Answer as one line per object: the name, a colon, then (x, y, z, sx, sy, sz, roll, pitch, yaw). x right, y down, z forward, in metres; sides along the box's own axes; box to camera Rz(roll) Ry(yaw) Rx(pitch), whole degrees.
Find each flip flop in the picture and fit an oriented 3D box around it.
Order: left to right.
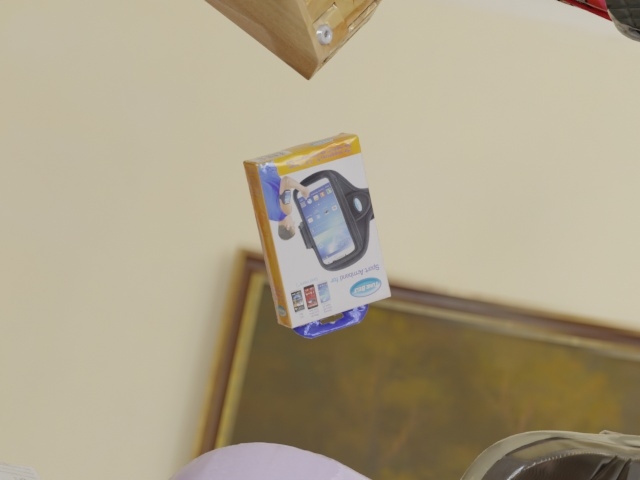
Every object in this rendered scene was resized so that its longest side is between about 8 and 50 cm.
flip flop: (0.155, 0.152, 1.061, 0.277, 0.112, 0.080, 17, 7, -45)

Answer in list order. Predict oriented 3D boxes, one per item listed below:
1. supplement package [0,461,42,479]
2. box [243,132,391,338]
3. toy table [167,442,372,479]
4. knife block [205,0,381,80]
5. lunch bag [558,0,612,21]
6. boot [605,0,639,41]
supplement package: (-0.281, 0.277, 1.676, 0.105, 0.105, 0.179, 19, 15, -38)
box: (0.000, 0.000, 1.347, 0.081, 0.136, 0.028, -17, 11, -22)
toy table: (-0.017, 0.236, 0.738, 0.252, 0.161, 0.274, -13, -62, 28)
knife block: (-0.107, -0.254, 1.368, 0.242, 0.088, 0.276, 6, -50, 39)
lunch bag: (0.279, -0.304, 1.499, 0.258, 0.120, 0.293, 23, -50, 17)
boot: (0.321, -0.115, 1.324, 0.246, 0.083, 0.161, 6, -36, 17)
